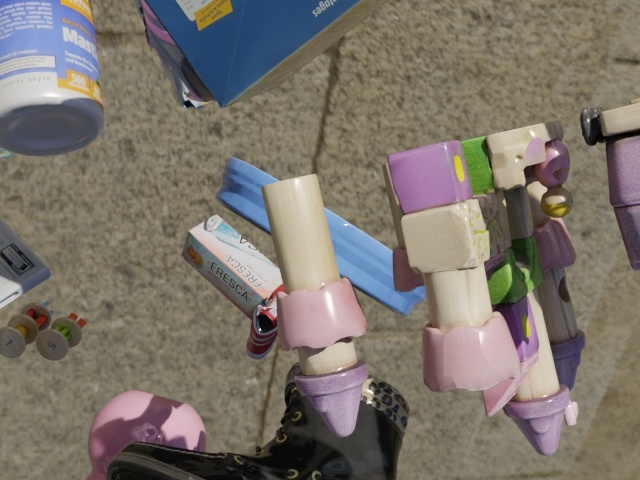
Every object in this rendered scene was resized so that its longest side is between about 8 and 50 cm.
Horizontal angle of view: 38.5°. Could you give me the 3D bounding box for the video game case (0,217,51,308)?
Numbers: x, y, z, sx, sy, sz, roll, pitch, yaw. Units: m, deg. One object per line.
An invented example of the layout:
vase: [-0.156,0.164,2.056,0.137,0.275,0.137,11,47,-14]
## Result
video game case: [-0.767,0.054,1.877,0.300,0.329,0.036,-36,148,-26]

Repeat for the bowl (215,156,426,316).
bowl: [0.000,0.000,1.484,0.391,0.391,0.077,33,87,-32]

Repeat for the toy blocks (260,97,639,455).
toy blocks: [0.157,0.047,0.693,0.309,0.289,0.260,-11,92,29]

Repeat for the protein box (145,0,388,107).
protein box: [-0.046,-0.257,0.780,0.200,0.136,0.201,-34,95,24]

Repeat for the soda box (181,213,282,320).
soda box: [-0.111,0.048,1.304,0.063,0.183,0.058,-35,160,-43]

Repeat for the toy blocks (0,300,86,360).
toy blocks: [-0.433,0.136,1.467,0.123,0.148,0.054,2,108,7]

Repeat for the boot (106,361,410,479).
boot: [-0.060,0.280,1.216,0.377,0.284,0.138,15,130,5]

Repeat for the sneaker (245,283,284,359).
sneaker: [-0.057,0.089,1.163,0.042,0.118,0.067,23,144,5]

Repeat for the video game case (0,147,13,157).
video game case: [-0.649,-0.216,1.779,0.119,0.015,0.166,-11,147,-33]

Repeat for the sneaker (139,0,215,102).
sneaker: [-0.213,-0.321,1.218,0.131,0.112,0.319,-16,111,43]

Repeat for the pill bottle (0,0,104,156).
pill bottle: [-0.374,-0.263,1.216,0.152,0.272,0.152,-9,159,-4]

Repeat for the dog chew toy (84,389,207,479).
dog chew toy: [-0.321,0.433,1.582,0.207,0.207,0.331,21,75,-28]

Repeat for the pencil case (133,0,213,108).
pencil case: [-0.220,-0.336,1.425,0.124,0.113,0.273,-52,144,-29]
